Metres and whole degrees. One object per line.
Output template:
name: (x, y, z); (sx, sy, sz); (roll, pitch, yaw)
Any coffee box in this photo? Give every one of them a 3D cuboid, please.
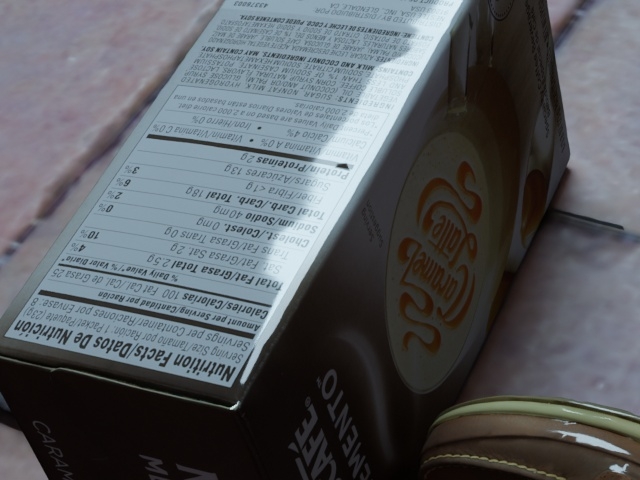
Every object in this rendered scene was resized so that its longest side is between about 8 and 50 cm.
coffee box: (0.000, 0.000, 0.605); (0.098, 0.141, 0.246); (10, 52, 26)

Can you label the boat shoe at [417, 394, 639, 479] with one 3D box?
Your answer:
boat shoe: (0.105, 0.099, 0.525); (0.178, 0.064, 0.060); (16, 51, 28)
